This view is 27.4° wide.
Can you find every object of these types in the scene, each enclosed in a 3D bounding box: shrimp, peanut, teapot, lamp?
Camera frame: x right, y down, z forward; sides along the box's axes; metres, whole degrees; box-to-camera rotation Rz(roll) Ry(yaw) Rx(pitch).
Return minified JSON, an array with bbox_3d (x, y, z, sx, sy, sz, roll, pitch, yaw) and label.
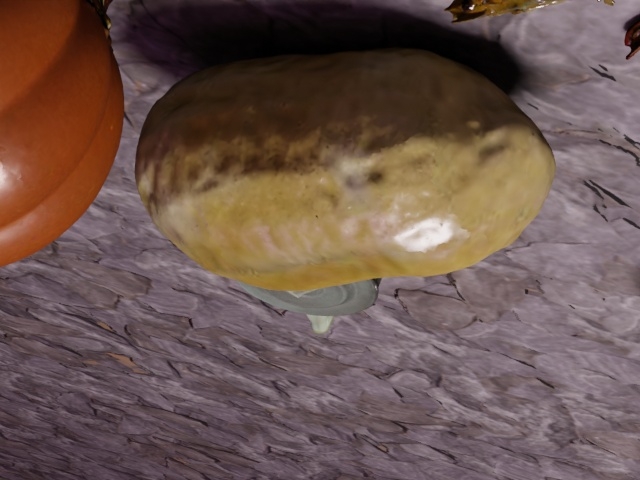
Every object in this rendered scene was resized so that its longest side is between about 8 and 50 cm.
[{"bbox_3d":[0.115,-0.104,0.593,0.114,0.023,0.083,-9,151,38],"label":"shrimp"},{"bbox_3d":[0.009,-0.035,0.689,0.224,0.129,0.129,3,155,28],"label":"peanut"},{"bbox_3d":[-0.008,-0.004,0.825,0.092,0.090,0.124,21,152,-13],"label":"teapot"},{"bbox_3d":[-0.184,-0.088,0.590,0.223,0.196,0.223,51,169,14],"label":"lamp"}]
